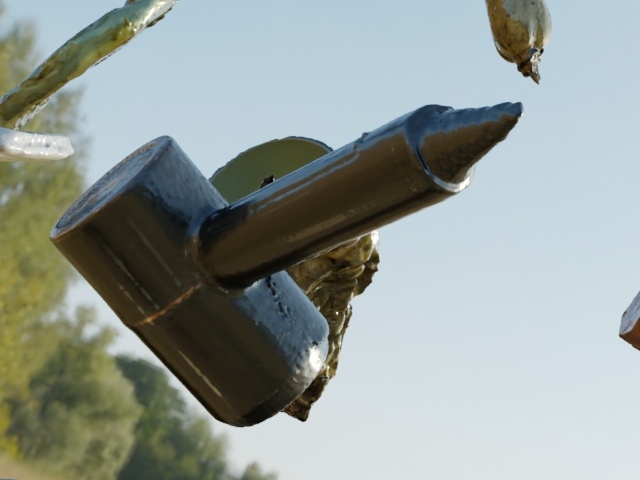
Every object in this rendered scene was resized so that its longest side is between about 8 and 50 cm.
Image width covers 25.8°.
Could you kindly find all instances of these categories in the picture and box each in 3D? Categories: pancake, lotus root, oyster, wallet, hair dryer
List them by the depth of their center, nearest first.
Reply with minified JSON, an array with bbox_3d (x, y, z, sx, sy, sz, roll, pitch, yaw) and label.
[{"bbox_3d":[0.000,0.000,0.842,0.352,0.107,0.189,-22,-66,45],"label":"hair dryer"},{"bbox_3d":[-0.292,-0.075,1.070,0.182,0.032,0.124,-1,-1,19],"label":"wallet"},{"bbox_3d":[-0.217,-0.178,1.314,0.037,0.253,0.253,51,-20,-11],"label":"pancake"},{"bbox_3d":[-0.015,0.072,1.356,0.128,0.079,0.345,5,-46,-2],"label":"oyster"},{"bbox_3d":[0.199,-0.225,1.409,0.063,0.152,0.072,-11,-20,-2],"label":"lotus root"}]

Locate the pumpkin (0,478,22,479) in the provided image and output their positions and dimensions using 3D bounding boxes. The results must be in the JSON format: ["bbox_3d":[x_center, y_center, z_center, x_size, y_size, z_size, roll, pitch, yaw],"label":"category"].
[{"bbox_3d":[-0.314,0.418,1.400,0.199,0.332,0.332,9,-20,44],"label":"pumpkin"}]

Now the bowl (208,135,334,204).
[{"bbox_3d":[-0.042,-0.012,1.669,0.211,0.211,0.112,13,-27,37],"label":"bowl"}]

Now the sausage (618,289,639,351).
[{"bbox_3d":[0.334,0.098,1.159,0.169,0.065,0.065,30,-14,-2],"label":"sausage"}]
